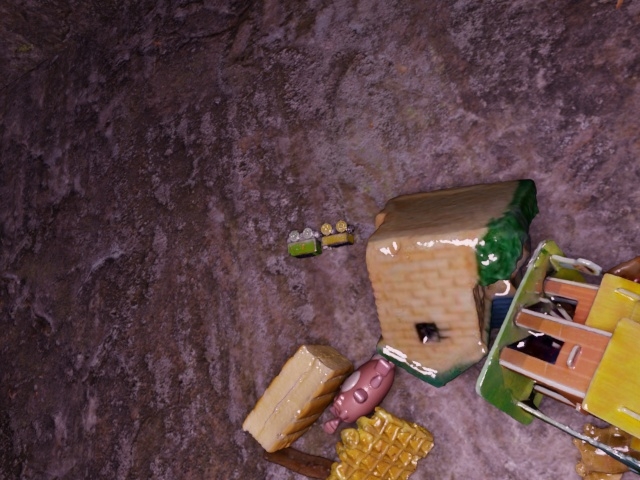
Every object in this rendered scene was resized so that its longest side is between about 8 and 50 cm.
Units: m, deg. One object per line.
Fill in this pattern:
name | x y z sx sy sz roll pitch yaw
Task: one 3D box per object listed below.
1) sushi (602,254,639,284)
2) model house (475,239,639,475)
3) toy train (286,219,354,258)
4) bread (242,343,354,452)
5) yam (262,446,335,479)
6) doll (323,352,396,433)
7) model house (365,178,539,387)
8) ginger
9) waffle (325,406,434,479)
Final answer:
sushi | 0.675 0.150 0.888 0.343 0.182 0.196 28 86 29
model house | 0.507 0.219 0.797 0.324 0.340 0.300 14 71 56
toy train | 0.000 0.000 1.365 0.202 0.060 0.081 -11 75 24
bread | -0.041 0.362 1.160 0.111 0.246 0.239 38 93 21
yam | -0.033 0.544 1.196 0.241 0.057 0.056 6 76 28
doll | 0.093 0.339 1.106 0.093 0.262 0.211 45 139 13
model house | 0.279 0.092 1.018 0.335 0.382 0.342 -5 107 26
ginger | 0.561 0.388 0.924 0.205 0.081 0.115 -37 54 17
waffle | 0.108 0.468 1.052 0.229 0.219 0.057 -54 31 0
